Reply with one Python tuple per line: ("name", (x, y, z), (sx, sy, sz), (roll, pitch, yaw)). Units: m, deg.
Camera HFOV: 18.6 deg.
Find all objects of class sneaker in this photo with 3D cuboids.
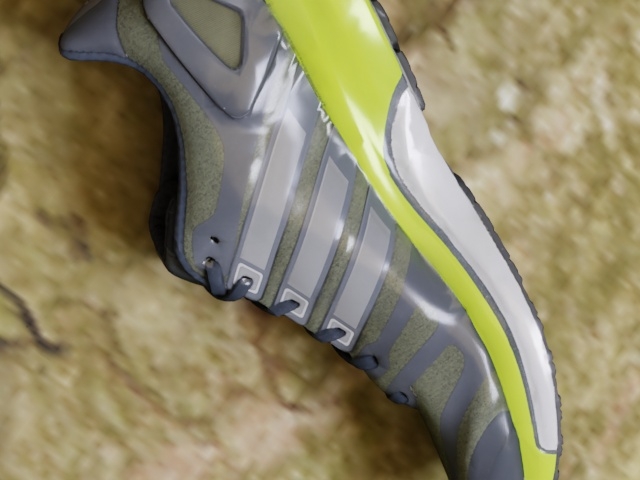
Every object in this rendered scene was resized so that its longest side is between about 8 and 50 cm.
("sneaker", (0.000, 0.000, 0.798), (0.121, 0.111, 0.300), (-29, 101, -3))
